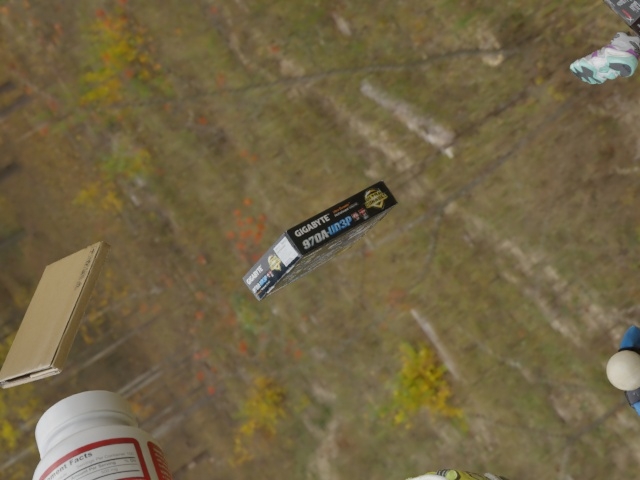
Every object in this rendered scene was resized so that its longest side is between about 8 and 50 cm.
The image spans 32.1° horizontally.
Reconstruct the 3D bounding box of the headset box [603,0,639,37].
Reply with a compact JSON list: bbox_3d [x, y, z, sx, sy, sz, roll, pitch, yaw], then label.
[{"bbox_3d":[0.305,-0.238,1.026,0.032,0.083,0.062,28,-157,-49],"label":"headset box"}]

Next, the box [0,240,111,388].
[{"bbox_3d":[-0.378,0.106,1.572,0.021,0.201,0.164,35,145,-29],"label":"box"}]

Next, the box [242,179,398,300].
[{"bbox_3d":[0.000,0.000,1.780,0.051,0.220,0.175,55,144,8],"label":"box"}]

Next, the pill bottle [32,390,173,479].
[{"bbox_3d":[-0.342,0.456,1.829,0.229,0.229,0.408,76,168,-49],"label":"pill bottle"}]

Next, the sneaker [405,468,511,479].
[{"bbox_3d":[0.163,0.338,1.391,0.147,0.145,0.385,22,164,0],"label":"sneaker"}]

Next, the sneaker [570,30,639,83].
[{"bbox_3d":[0.353,-0.227,1.345,0.038,0.069,0.098,44,159,-30],"label":"sneaker"}]

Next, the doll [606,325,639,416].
[{"bbox_3d":[0.323,0.149,1.096,0.189,0.046,0.129,40,-142,-55],"label":"doll"}]
